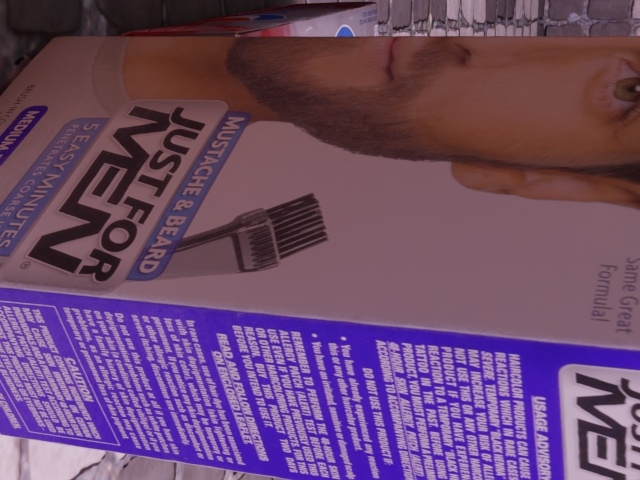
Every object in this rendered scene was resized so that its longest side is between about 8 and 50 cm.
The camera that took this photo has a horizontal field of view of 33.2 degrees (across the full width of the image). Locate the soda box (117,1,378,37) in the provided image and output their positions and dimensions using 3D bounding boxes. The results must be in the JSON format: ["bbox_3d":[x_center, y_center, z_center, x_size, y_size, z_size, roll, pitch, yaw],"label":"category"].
[{"bbox_3d":[-0.036,-0.105,0.717,0.263,0.083,0.092,-37,127,-64],"label":"soda box"}]

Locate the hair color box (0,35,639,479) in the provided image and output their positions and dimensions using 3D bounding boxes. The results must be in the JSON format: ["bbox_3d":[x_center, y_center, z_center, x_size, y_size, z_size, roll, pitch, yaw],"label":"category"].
[{"bbox_3d":[0.000,0.000,0.457,0.185,0.339,0.110,-65,153,-44],"label":"hair color box"}]
